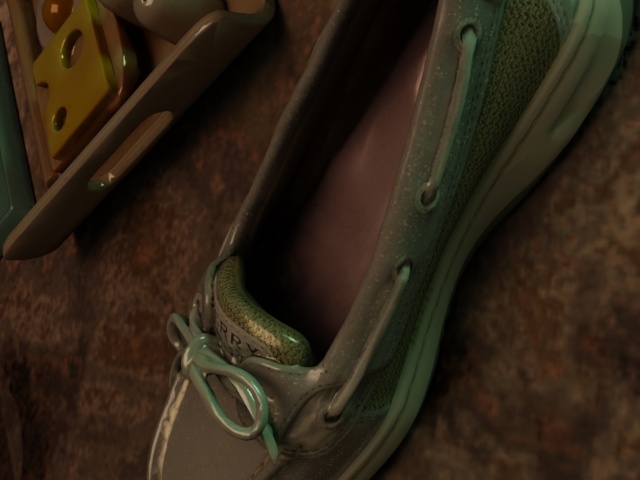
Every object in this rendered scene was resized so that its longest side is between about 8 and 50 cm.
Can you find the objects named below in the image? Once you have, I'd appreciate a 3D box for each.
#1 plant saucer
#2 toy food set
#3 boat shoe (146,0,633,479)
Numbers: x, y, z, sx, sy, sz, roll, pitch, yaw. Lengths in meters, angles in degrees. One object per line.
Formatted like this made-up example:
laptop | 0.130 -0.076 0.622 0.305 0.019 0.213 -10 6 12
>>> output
plant saucer | -0.245 -0.076 0.814 0.067 0.018 0.192 -42 51 31
toy food set | -0.157 -0.167 0.688 0.220 0.092 0.306 -42 52 31
boat shoe | 0.002 0.000 0.463 0.320 0.103 0.118 -57 45 19
